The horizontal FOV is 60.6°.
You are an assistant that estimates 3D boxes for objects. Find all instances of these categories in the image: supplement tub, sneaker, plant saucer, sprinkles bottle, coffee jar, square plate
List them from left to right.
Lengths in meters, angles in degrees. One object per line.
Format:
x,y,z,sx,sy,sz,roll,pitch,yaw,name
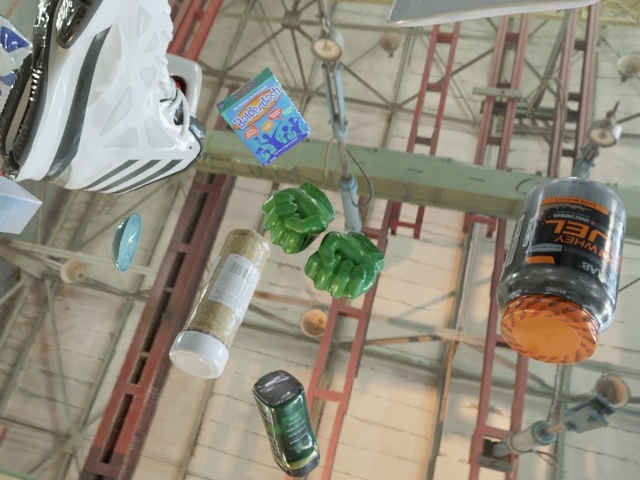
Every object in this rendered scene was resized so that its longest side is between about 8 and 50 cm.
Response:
-0.619,-0.322,1.002,0.182,0.315,0.127,48,-65,6,sneaker
-0.373,0.002,1.048,0.021,0.119,0.120,14,-112,-3,plant saucer
-0.257,-0.261,0.788,0.169,0.257,0.448,48,-67,36,sneaker
-0.223,0.136,1.271,0.121,0.121,0.356,9,-130,12,sprinkles bottle
-0.059,0.332,0.985,0.079,0.185,0.096,-26,-153,-28,coffee jar
0.322,-0.495,0.955,0.346,0.049,0.344,5,-122,28,square plate
0.465,0.053,1.063,0.207,0.207,0.338,18,-127,15,supplement tub

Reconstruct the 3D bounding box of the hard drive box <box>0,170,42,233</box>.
-0.701,-0.105,1.076,0.181,0.232,0.089,36,-92,3,hard drive box

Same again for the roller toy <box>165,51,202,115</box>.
-0.315,-0.263,1.037,0.146,0.209,0.191,12,-137,-21,roller toy

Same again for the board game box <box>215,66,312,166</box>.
-0.138,-0.306,1.383,0.160,0.210,0.047,-35,-132,5,board game box

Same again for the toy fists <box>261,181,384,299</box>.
0.000,0.000,1.112,0.279,0.096,0.142,46,-122,11,toy fists
